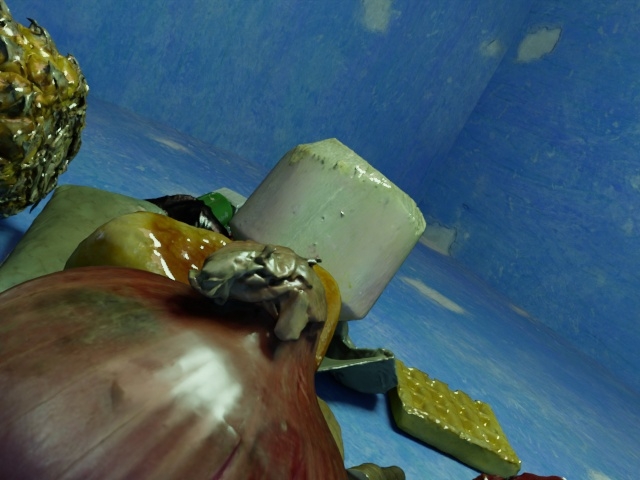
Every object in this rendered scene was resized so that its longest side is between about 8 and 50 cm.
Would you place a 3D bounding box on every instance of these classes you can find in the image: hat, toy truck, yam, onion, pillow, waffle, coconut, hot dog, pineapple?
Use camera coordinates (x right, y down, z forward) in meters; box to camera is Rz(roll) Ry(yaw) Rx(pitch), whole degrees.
[{"bbox_3d":[0.011,0.218,1.181,0.244,0.149,0.214,-17,26,-18],"label":"hat"},{"bbox_3d":[-0.245,-0.037,1.403,0.101,0.125,0.242,26,29,19],"label":"toy truck"},{"bbox_3d":[0.067,0.291,0.806,0.045,0.045,0.327,-10,-19,10],"label":"yam"},{"bbox_3d":[-0.145,0.167,0.498,0.353,0.354,0.353,27,12,-6],"label":"onion"},{"bbox_3d":[-0.350,0.011,0.989,0.185,0.075,0.302,14,35,-5],"label":"pillow"},{"bbox_3d":[0.235,0.328,1.247,0.248,0.055,0.221,28,12,-6],"label":"waffle"},{"bbox_3d":[0.000,0.000,1.185,0.297,0.309,0.297,39,3,-3],"label":"coconut"},{"bbox_3d":[-0.131,0.121,0.882,0.405,0.185,0.223,19,46,-44],"label":"hot dog"},{"bbox_3d":[-0.531,-0.195,1.004,0.300,0.352,0.352,29,11,-6],"label":"pineapple"}]

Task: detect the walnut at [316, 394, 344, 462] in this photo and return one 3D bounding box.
[{"bbox_3d":[-0.050,0.238,0.736,0.155,0.155,0.184,28,11,-2],"label":"walnut"}]

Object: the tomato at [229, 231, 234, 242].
[{"bbox_3d":[-0.132,0.088,1.308,0.228,0.101,0.228,28,31,-19],"label":"tomato"}]

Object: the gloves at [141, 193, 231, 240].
[{"bbox_3d":[-0.227,0.045,1.136,0.197,0.152,0.301,-9,36,-13],"label":"gloves"}]

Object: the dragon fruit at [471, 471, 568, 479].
[{"bbox_3d":[0.257,0.442,0.673,0.228,0.286,0.329,-3,-46,27],"label":"dragon fruit"}]
